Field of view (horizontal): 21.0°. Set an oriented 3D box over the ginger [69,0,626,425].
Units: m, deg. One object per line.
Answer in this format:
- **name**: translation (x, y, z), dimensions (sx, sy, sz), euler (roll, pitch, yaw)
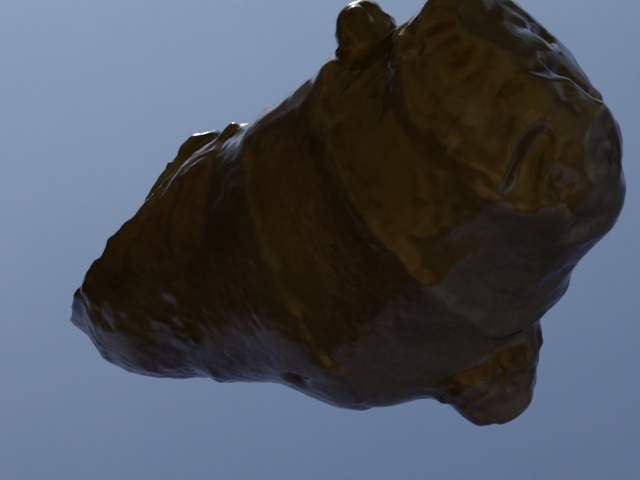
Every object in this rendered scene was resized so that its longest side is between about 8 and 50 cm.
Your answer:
- **ginger**: translation (0.000, 0.000, 0.784), dimensions (0.126, 0.190, 0.354), euler (-34, -166, -39)
